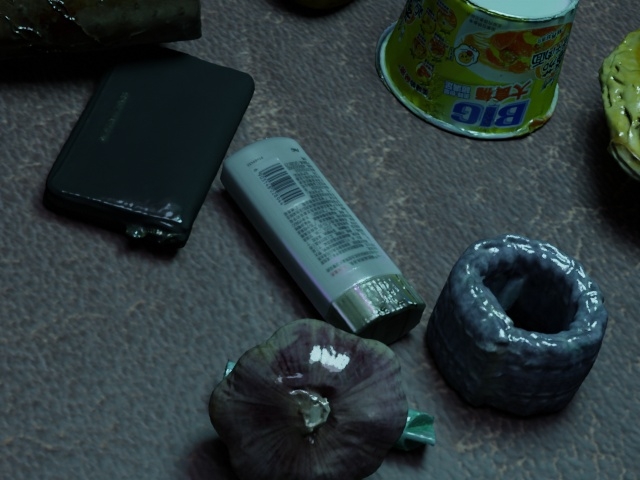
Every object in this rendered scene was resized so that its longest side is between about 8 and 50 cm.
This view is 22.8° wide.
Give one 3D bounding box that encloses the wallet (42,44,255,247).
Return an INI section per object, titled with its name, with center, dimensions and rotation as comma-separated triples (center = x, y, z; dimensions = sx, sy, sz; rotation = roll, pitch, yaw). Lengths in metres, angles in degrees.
[wallet]
center = -0.162, -0.095, 1.502
dimensions = 0.149, 0.044, 0.250
rotation = 17, 46, 5

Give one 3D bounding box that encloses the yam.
[yam]
center = -0.258, -0.238, 1.526
dimensions = 0.279, 0.131, 0.131
rotation = -8, 51, -12

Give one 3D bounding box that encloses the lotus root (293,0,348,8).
[lotus root]
center = 0.028, -0.312, 1.726
dimensions = 0.190, 0.094, 0.108
rotation = -18, 88, -41

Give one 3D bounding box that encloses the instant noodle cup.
[instant noodle cup]
center = 0.175, -0.227, 1.644
dimensions = 0.205, 0.153, 0.205
rotation = 9, 46, -10

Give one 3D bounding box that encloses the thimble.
[thimble]
center = 0.174, 0.074, 1.405
dimensions = 0.150, 0.098, 0.150
rotation = 9, 46, -9

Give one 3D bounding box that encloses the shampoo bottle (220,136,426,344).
[shampoo bottle]
center = 0.000, 0.000, 1.450
dimensions = 0.086, 0.056, 0.227
rotation = -21, 57, -30

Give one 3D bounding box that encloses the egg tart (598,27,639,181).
[egg tart]
center = 0.433, -0.108, 1.625
dimensions = 0.341, 0.129, 0.341
rotation = 7, 47, -8

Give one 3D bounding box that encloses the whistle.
[whistle]
center = 0.007, 0.141, 1.336
dimensions = 0.186, 0.039, 0.039
rotation = 15, 46, -2

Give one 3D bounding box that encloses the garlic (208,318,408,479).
[garlic]
center = -0.009, 0.137, 1.264
dimensions = 0.159, 0.147, 0.102
rotation = -9, 8, -5
